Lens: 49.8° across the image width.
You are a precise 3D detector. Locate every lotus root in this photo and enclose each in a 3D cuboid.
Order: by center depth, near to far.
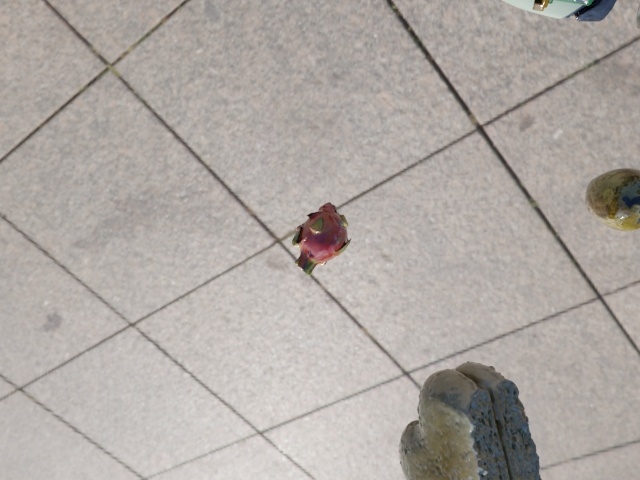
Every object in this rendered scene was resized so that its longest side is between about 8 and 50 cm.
[{"bbox_3d":[0.647,-0.089,1.503,0.138,0.214,0.138,-1,93,-12],"label":"lotus root"}]

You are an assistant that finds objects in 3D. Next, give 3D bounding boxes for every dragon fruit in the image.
[{"bbox_3d":[-0.002,0.000,1.105,0.081,0.116,0.086,26,161,43],"label":"dragon fruit"}]

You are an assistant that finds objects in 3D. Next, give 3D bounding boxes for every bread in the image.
[{"bbox_3d":[0.180,0.313,0.839,0.183,0.102,0.337,-9,96,53],"label":"bread"}]

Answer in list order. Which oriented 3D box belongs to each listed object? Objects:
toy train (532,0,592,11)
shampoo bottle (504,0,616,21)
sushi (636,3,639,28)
[{"bbox_3d":[0.382,-0.453,1.073,0.136,0.091,0.228,18,151,14],"label":"toy train"},{"bbox_3d":[0.385,-0.497,1.266,0.359,0.078,0.134,16,119,-22],"label":"shampoo bottle"},{"bbox_3d":[0.523,-0.372,0.941,0.115,0.212,0.147,23,150,24],"label":"sushi"}]
